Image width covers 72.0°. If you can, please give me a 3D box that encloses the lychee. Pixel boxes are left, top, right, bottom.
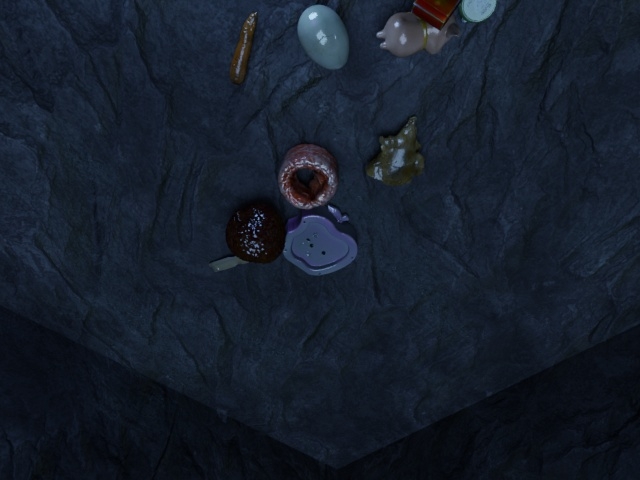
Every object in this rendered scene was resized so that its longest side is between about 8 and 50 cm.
[{"bbox_3d":[-0.266,-0.025,1.830,0.260,0.261,0.261,0,127,0],"label":"lychee"}]

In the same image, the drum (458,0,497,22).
[{"bbox_3d":[0.435,-0.779,1.385,0.253,0.049,0.130,22,124,-10],"label":"drum"}]

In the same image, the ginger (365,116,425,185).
[{"bbox_3d":[0.309,-0.330,1.676,0.218,0.123,0.270,23,124,-13],"label":"ginger"}]

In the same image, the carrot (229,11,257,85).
[{"bbox_3d":[-0.260,-0.645,1.486,0.059,0.059,0.248,17,123,-12],"label":"carrot"}]

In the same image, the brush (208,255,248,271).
[{"bbox_3d":[-0.375,0.078,2.041,0.320,0.050,0.060,-18,128,22],"label":"brush"}]

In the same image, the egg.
[{"bbox_3d":[0.014,-0.649,1.419,0.151,0.151,0.209,-28,123,19],"label":"egg"}]

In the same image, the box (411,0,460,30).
[{"bbox_3d":[0.365,-0.729,1.307,0.112,0.048,0.175,36,88,4],"label":"box"}]

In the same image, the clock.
[{"bbox_3d":[0.000,0.000,1.942,0.338,0.102,0.339,0,127,0],"label":"clock"}]

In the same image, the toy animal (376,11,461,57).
[{"bbox_3d":[0.304,-0.666,1.398,0.247,0.149,0.165,-17,91,8],"label":"toy animal"}]

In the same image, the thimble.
[{"bbox_3d":[-0.044,-0.251,1.718,0.239,0.162,0.239,-1,125,-1],"label":"thimble"}]
